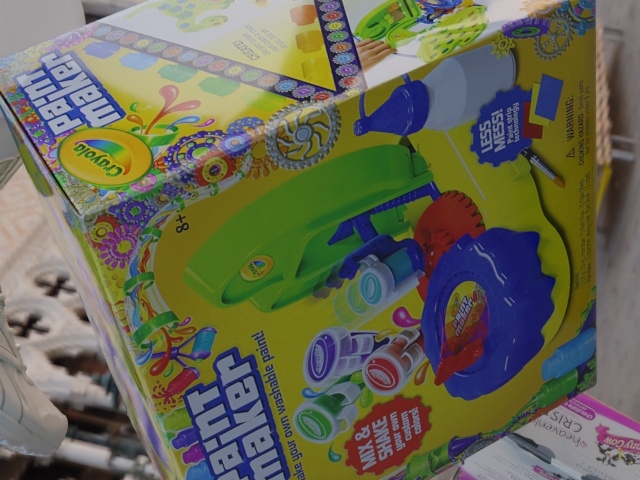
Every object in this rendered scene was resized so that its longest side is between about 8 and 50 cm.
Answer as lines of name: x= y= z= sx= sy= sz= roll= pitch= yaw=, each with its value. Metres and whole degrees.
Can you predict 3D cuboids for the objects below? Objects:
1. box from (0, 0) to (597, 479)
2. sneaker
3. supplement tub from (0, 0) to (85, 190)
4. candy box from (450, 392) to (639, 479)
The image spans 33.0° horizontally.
box: x=0.000 y=0.000 z=0.641 sx=0.177 sy=0.279 sz=0.290 roll=47 pitch=157 yaw=47
sneaker: x=-0.242 y=0.066 z=0.743 sx=0.232 sy=0.090 sz=0.115 roll=52 pitch=-125 yaw=-43
supplement tub: x=-0.388 y=-0.150 z=1.064 sx=0.325 sy=0.235 sz=0.235 roll=-34 pitch=32 yaw=48
candy box: x=0.210 y=0.208 z=0.961 sx=0.071 sy=0.159 sz=0.233 roll=-56 pitch=-13 yaw=-23
